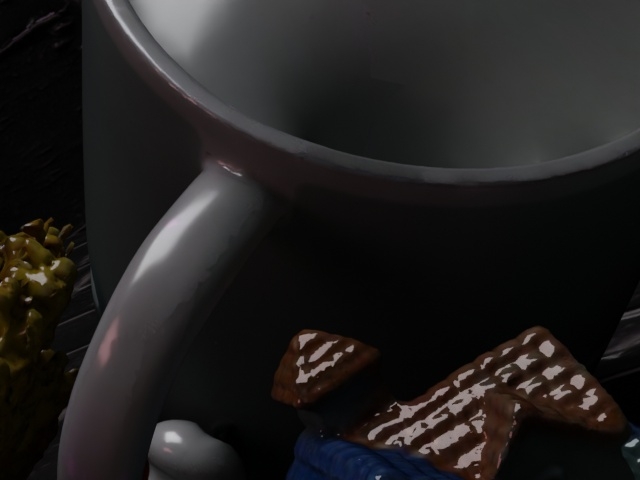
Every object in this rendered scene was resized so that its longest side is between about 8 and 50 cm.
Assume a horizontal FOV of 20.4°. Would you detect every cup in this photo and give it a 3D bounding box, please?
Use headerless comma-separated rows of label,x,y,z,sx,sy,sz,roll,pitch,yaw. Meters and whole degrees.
cup,0.000,0.000,0.755,0.357,0.259,0.274,-54,-17,-36

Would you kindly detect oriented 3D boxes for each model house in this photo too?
model house,0.048,0.088,0.583,0.148,0.149,0.119,-31,11,-10

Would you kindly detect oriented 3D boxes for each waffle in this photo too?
waffle,-0.164,0.079,0.813,0.197,0.070,0.193,-63,-5,2

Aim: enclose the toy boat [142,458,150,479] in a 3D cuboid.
toy boat,-0.135,0.187,0.769,0.136,0.079,0.392,-26,10,29
